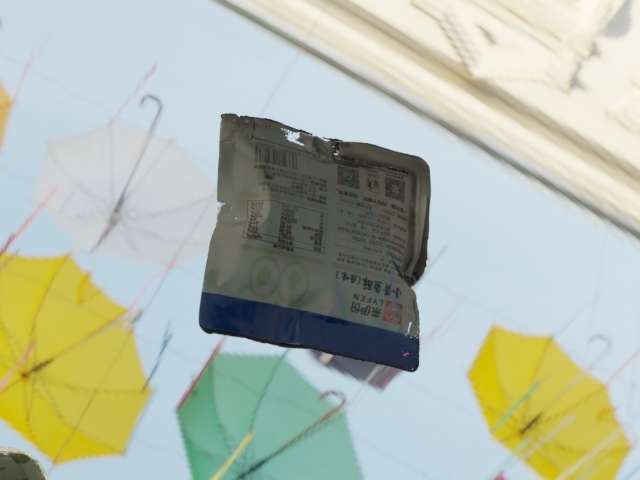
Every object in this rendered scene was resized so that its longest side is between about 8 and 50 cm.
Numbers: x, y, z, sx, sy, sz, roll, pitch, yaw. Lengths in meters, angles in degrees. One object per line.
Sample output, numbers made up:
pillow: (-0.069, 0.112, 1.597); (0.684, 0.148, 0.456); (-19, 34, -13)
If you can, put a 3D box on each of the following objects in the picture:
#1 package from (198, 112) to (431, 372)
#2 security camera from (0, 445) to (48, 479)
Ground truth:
package: (0.000, 0.000, 0.980); (0.171, 0.027, 0.173); (14, -112, -20)
security camera: (-0.081, 0.098, 0.347); (0.058, 0.058, 0.092); (-4, -91, -35)
